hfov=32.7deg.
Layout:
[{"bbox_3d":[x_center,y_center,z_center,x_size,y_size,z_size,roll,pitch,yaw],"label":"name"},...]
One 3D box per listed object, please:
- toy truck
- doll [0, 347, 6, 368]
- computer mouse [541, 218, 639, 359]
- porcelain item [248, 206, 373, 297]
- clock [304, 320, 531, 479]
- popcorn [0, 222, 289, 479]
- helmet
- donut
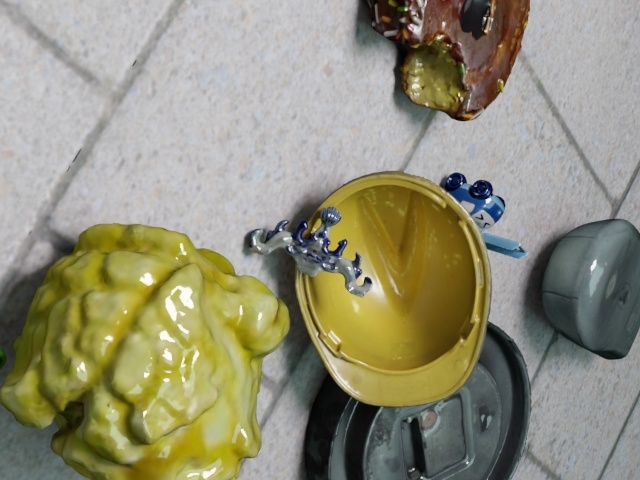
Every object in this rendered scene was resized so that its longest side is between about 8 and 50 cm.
[{"bbox_3d":[0.200,-0.030,1.318,0.063,0.136,0.074,40,74,-47],"label":"toy truck"},{"bbox_3d":[-0.321,0.080,0.829,0.190,0.050,0.115,23,91,-49],"label":"doll"},{"bbox_3d":[0.411,0.070,1.617,0.371,0.122,0.188,28,85,-57],"label":"computer mouse"},{"bbox_3d":[0.000,0.000,1.114,0.021,0.136,0.075,-102,-144,-83],"label":"porcelain item"},{"bbox_3d":[0.125,0.236,1.340,0.319,0.066,0.319,-10,109,-31],"label":"clock"},{"bbox_3d":[-0.146,0.107,0.925,0.255,0.195,0.256,-28,104,-45],"label":"popcorn"},{"bbox_3d":[0.083,0.036,1.192,0.140,0.205,0.257,-69,152,-72],"label":"helmet"},{"bbox_3d":[0.140,-0.255,1.190,0.230,0.096,0.216,30,79,-50],"label":"donut"}]
